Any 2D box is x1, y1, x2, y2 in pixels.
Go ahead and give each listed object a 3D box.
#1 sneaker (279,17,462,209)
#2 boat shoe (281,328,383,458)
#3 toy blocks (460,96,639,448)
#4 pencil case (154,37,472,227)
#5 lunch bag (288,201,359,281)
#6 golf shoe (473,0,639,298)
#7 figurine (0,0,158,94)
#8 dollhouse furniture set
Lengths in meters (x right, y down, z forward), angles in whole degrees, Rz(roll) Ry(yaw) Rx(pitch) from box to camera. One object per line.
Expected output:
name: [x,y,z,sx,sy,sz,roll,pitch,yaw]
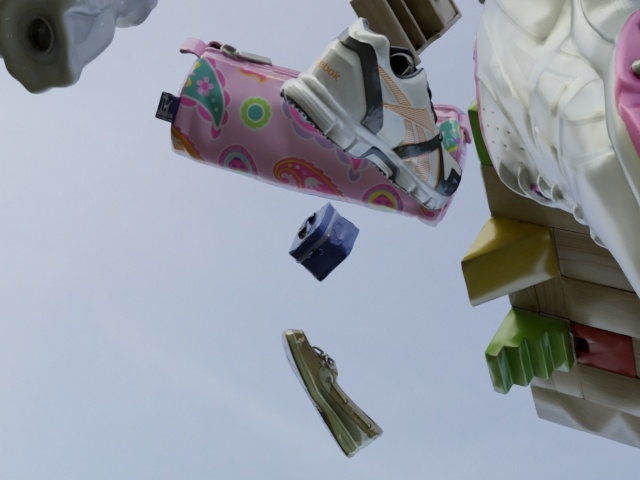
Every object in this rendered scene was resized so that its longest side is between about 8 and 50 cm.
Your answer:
sneaker: [0.031,-0.045,0.437,0.043,0.109,0.040,-50,-123,7]
boat shoe: [0.010,0.144,1.135,0.153,0.048,0.056,61,-7,-18]
toy blocks: [0.274,0.043,0.833,0.261,0.190,0.381,14,-38,32]
pencil case: [-0.003,-0.103,1.089,0.284,0.124,0.124,17,-57,4]
lunch bag: [0.000,0.000,1.453,0.065,0.098,0.067,42,-65,-9]
golf shoe: [0.133,-0.048,0.490,0.115,0.306,0.140,15,-48,-15]
figurine: [-0.246,-0.189,0.991,0.215,0.209,0.092,-9,-68,21]
dollhouse furniture set: [0.183,-0.315,1.387,0.242,0.161,0.212,-22,-73,38]
